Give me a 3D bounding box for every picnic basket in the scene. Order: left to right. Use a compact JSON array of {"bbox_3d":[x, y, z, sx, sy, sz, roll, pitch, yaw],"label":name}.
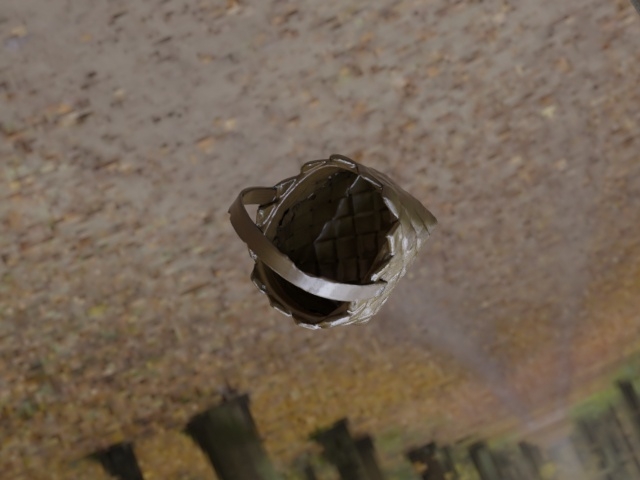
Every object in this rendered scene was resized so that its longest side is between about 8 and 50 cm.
[{"bbox_3d":[0.000,0.000,1.128,0.138,0.128,0.178,-56,151,16],"label":"picnic basket"}]

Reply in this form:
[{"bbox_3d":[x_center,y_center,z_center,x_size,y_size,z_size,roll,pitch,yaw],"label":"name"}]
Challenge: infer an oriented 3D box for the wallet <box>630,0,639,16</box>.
[{"bbox_3d":[0.226,-0.157,0.845,0.036,0.167,0.222,-27,160,-1],"label":"wallet"}]
